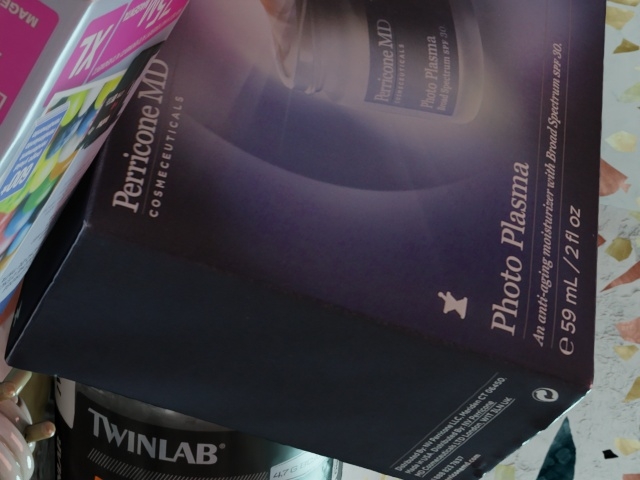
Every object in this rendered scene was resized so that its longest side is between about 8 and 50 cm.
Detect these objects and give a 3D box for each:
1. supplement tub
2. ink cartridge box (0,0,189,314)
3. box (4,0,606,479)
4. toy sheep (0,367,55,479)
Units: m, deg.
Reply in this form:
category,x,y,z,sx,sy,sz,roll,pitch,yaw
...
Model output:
category,x,y,z,sx,sy,sz,roll,pitch,yaw
supplement tub,-0.085,0.147,1.158,0.207,0.207,0.338,-56,154,-59
ink cartridge box,-0.160,-0.019,0.737,0.311,0.065,0.186,-53,180,25
box,0.000,-0.043,0.970,0.183,0.294,0.296,128,-25,-53
toy sheep,-0.198,0.118,0.911,0.132,0.091,0.091,-51,152,-39
